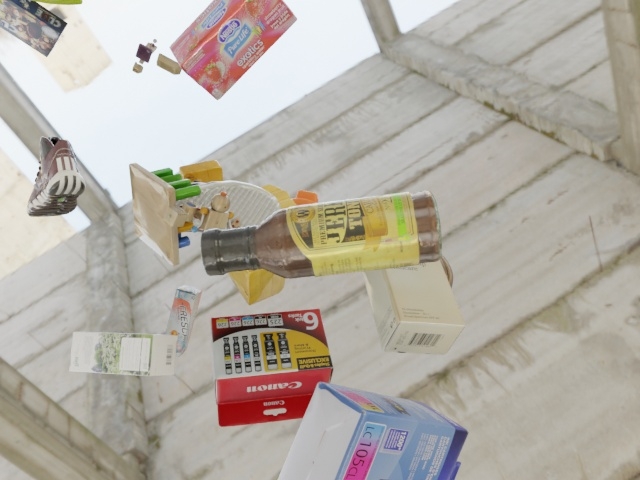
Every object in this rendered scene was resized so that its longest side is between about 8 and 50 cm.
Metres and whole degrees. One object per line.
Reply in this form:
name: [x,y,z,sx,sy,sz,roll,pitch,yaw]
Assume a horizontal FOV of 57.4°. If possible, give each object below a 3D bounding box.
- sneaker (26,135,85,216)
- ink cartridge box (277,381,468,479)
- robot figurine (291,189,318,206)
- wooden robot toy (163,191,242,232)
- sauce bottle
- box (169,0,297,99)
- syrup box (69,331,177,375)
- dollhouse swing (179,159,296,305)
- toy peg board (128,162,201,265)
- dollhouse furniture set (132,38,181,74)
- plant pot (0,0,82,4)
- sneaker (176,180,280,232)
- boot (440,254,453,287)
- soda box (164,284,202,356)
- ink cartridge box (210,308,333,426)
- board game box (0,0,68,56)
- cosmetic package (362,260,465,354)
sneaker: [-0.647,-0.162,1.423,0.106,0.162,0.281,-3,167,-42]
ink cartridge box: [0.126,0.458,1.181,0.151,0.395,0.270,22,-90,49]
robot figurine: [-0.068,-0.063,2.028,0.158,0.128,0.219,-8,-115,56]
wooden robot toy: [-0.203,-0.060,1.081,0.076,0.173,0.079,42,-66,42]
sauce bottle: [0.000,0.000,0.856,0.344,0.111,0.111,-8,-143,2]
box: [-0.194,-0.456,1.287,0.257,0.122,0.128,-43,-137,9]
syrup box: [-0.461,0.263,1.365,0.237,0.096,0.093,-3,-101,23]
dollhouse swing: [-0.156,-0.060,1.597,0.305,0.315,0.347,-29,-110,-20]
toy peg board: [-0.298,-0.060,1.150,0.079,0.160,0.161,-20,-145,-36]
dollhouse furniture set: [-0.408,-0.460,1.501,0.091,0.114,0.081,-52,-163,44]
plant pot: [-0.643,-0.653,1.240,0.207,0.228,0.227,-11,-116,-12]
sneaker: [-0.256,-0.077,1.328,0.321,0.126,0.127,2,-175,-26]
boot: [0.272,0.124,1.532,0.112,0.115,0.305,-48,-158,39]
soda box: [-0.379,0.218,1.596,0.058,0.183,0.063,16,-171,3]
ink cartridge box: [-0.132,0.336,1.570,0.309,0.130,0.272,-4,-135,-12]
board game box: [-0.812,-0.604,1.547,0.165,0.243,0.042,-13,-129,53]
cosmetic package: [0.198,0.103,1.343,0.160,0.113,0.309,5,-137,-17]
